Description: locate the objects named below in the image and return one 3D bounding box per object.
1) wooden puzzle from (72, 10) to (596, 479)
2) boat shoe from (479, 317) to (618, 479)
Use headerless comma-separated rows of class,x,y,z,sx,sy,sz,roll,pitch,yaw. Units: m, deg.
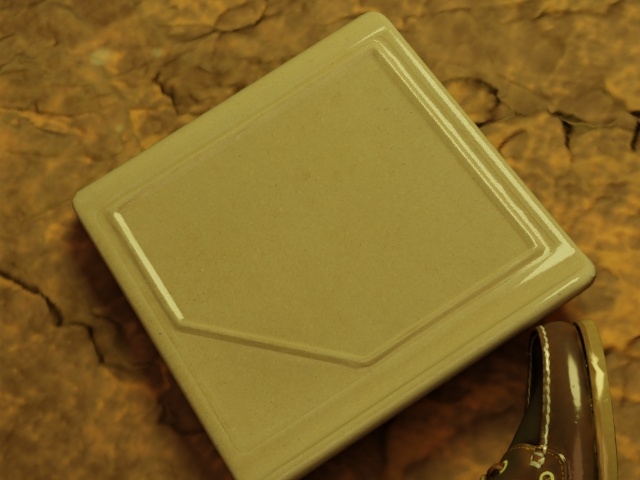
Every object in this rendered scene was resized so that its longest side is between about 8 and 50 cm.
wooden puzzle,0.000,0.000,0.684,0.221,0.044,0.238,-33,59,-6
boat shoe,0.109,0.136,0.577,0.073,0.073,0.207,-2,64,6
